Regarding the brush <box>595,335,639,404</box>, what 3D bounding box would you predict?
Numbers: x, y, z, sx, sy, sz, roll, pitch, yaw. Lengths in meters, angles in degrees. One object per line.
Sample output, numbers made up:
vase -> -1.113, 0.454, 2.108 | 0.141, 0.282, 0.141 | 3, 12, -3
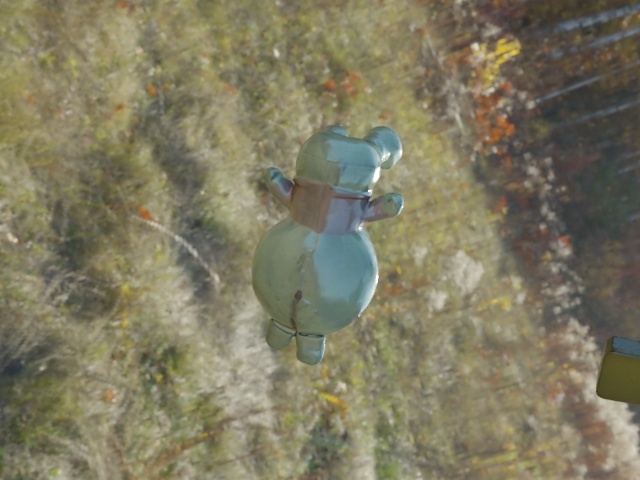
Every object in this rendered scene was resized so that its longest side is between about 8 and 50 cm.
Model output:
brush -> 0.611, 0.243, 1.696 | 0.059, 0.197, 0.123 | -72, 166, -47

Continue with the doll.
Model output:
doll -> -0.001, -0.004, 0.994 | 0.113, 0.155, 0.274 | 23, 85, -79
